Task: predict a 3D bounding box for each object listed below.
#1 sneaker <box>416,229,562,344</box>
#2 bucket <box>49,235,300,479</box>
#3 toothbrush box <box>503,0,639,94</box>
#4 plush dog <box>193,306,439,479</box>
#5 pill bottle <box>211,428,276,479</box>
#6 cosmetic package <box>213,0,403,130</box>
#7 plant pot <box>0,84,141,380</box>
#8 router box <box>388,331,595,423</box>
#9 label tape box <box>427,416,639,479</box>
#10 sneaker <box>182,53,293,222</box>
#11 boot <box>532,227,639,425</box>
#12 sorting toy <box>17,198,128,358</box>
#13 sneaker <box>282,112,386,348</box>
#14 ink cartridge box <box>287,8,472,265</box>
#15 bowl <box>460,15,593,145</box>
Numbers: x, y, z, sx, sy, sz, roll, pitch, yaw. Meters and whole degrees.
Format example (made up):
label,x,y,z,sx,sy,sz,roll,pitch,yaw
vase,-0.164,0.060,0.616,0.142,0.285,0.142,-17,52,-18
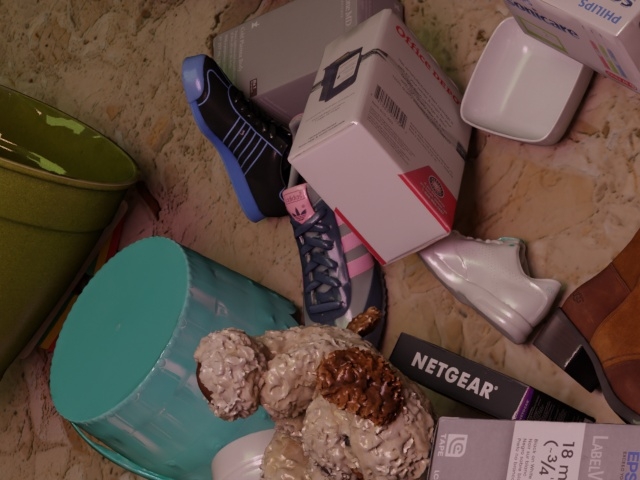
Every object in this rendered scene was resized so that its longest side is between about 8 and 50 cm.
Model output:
label,x,y,z,sx,sy,sz,roll,pitch,yaw
sneaker,0.177,0.024,1.752,0.094,0.080,0.212,-47,53,-3
bucket,-0.173,0.141,1.873,0.281,0.183,0.281,-32,40,31
toothbrush box,0.348,-0.318,1.678,0.283,0.122,0.206,-48,46,-6
plush dog,0.035,0.171,1.546,0.210,0.262,0.225,-38,34,-17
pill bottle,-0.029,0.352,1.708,0.162,0.162,0.278,-32,54,26
cosmetic package,-0.016,-0.225,1.995,0.238,0.107,0.127,-23,55,35
plant pot,-0.463,0.004,2.010,0.366,0.366,0.353,37,108,43
router box,0.173,0.157,1.644,0.179,0.133,0.046,21,85,44
label tape box,0.297,0.242,1.430,0.334,0.240,0.106,-3,68,39
sneaker,-0.085,-0.132,1.951,0.090,0.232,0.081,-17,26,21
boot,0.381,0.065,1.565,0.280,0.096,0.264,-50,40,2
sorting toy,-0.378,0.003,2.210,0.255,0.089,0.257,-55,46,7
sneaker,0.000,0.000,1.861,0.112,0.131,0.319,-19,60,33
ink cartridge box,0.073,-0.118,1.766,0.100,0.172,0.237,-28,27,30
bowl,0.239,-0.174,1.790,0.142,0.053,0.142,22,87,43
